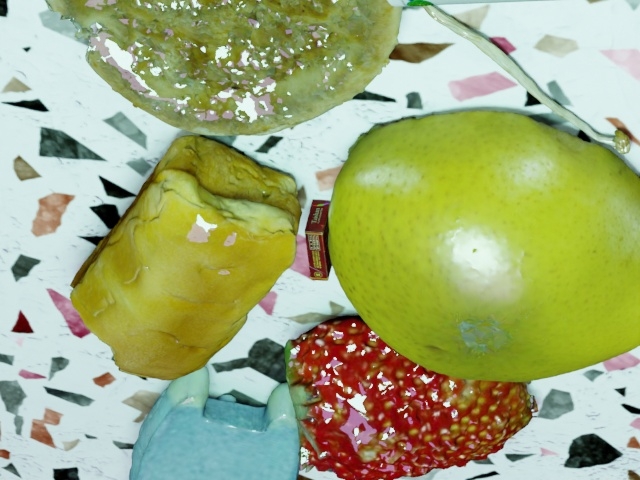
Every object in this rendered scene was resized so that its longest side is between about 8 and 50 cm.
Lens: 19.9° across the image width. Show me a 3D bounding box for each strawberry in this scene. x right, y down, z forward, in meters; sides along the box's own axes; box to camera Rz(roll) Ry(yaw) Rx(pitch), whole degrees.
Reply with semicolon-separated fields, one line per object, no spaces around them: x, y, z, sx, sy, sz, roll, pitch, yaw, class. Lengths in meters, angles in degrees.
0.107;0.202;2.190;0.306;0.137;0.233;-2;122;7;strawberry

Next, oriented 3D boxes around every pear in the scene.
0.189;0.042;1.972;0.386;0.191;0.340;13;139;1;pear

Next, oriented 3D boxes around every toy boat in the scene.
-0.139;0.282;2.397;0.215;0.123;0.330;10;127;-9;toy boat

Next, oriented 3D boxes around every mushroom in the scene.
0.210;-0.165;1.871;0.286;0.026;0.028;32;119;-18;mushroom

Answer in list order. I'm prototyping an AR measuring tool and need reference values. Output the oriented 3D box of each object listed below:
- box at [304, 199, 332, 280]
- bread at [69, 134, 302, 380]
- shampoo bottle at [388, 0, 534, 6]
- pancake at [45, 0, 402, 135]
0.000;0.000;2.076;0.023;0.051;0.082;5;138;11;box
-0.159;0.035;2.080;0.195;0.149;0.344;26;137;-13;bread
0.210;-0.263;1.670;0.303;0.092;0.092;1;137;16;shampoo bottle
-0.101;-0.243;1.824;0.382;0.071;0.382;7;137;6;pancake
